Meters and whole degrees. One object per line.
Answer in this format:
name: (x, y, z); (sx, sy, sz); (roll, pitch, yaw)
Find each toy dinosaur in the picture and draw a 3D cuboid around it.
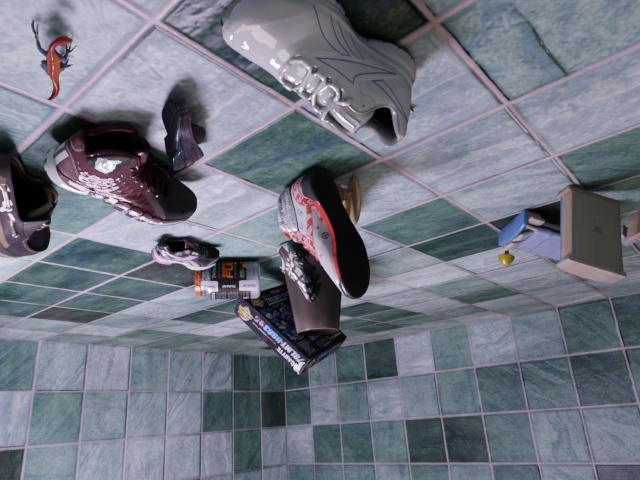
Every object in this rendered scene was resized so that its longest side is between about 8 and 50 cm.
toy dinosaur: (-0.325, -0.224, 0.612); (0.047, 0.090, 0.082); (-11, -163, -26)

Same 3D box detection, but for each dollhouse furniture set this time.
dollhouse furniture set: (0.635, 0.048, 1.233); (0.287, 0.198, 0.303); (17, 154, -4)

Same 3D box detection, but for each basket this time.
basket: (-0.016, 0.170, 1.508); (0.205, 0.226, 0.154); (4, 158, -18)

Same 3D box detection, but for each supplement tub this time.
supplement tub: (-0.278, 0.119, 1.478); (0.191, 0.116, 0.117); (-1, 160, -10)

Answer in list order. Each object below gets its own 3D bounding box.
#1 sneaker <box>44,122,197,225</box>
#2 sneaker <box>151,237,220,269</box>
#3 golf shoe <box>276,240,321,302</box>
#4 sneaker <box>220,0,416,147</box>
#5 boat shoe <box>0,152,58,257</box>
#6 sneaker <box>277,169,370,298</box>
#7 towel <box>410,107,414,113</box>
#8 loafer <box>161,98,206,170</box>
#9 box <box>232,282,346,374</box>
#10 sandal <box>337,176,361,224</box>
sneaker: (-0.309, -0.114, 0.859); (0.163, 0.106, 0.282); (-25, 151, 38)
sneaker: (-0.348, 0.031, 1.298); (0.178, 0.071, 0.077); (3, 149, -33)
golf shoe: (-0.061, 0.087, 1.402); (0.094, 0.198, 0.077); (-2, -154, 35)
sneaker: (0.016, -0.211, 0.618); (0.297, 0.129, 0.111); (11, 157, -33)
boat shoe: (-0.574, -0.055, 0.928); (0.131, 0.132, 0.355); (0, 161, -9)
sneaker: (0.001, -0.001, 1.021); (0.090, 0.269, 0.145); (-23, -178, -40)
towel: (0.106, -0.207, 0.815); (0.060, 0.009, 0.083); (16, 152, -42)
loafer: (-0.217, -0.175, 0.791); (0.061, 0.062, 0.170); (-21, 170, -22)
box: (-0.091, 0.274, 1.601); (0.073, 0.293, 0.296); (-57, 161, 18)
sandal: (0.033, -0.065, 1.079); (0.079, 0.088, 0.240); (-6, 166, -6)
